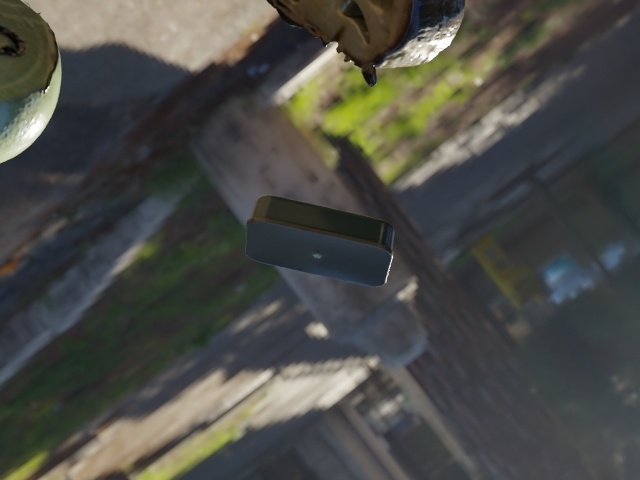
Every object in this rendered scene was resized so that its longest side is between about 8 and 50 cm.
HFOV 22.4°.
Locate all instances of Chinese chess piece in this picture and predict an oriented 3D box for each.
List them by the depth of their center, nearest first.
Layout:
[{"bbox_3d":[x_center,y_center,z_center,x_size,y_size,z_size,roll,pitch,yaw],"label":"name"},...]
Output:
[{"bbox_3d":[-0.226,-0.105,0.959,0.144,0.144,0.058,-29,152,-48],"label":"Chinese chess piece"}]

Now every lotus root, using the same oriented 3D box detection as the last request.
[{"bbox_3d":[0.013,-0.241,1.281,0.074,0.261,0.170,-10,136,-40],"label":"lotus root"}]

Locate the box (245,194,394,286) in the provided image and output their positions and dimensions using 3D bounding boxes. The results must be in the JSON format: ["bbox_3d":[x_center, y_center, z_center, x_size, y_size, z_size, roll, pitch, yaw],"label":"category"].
[{"bbox_3d":[0.000,0.000,1.373,0.091,0.126,0.031,96,7,-66],"label":"box"}]
